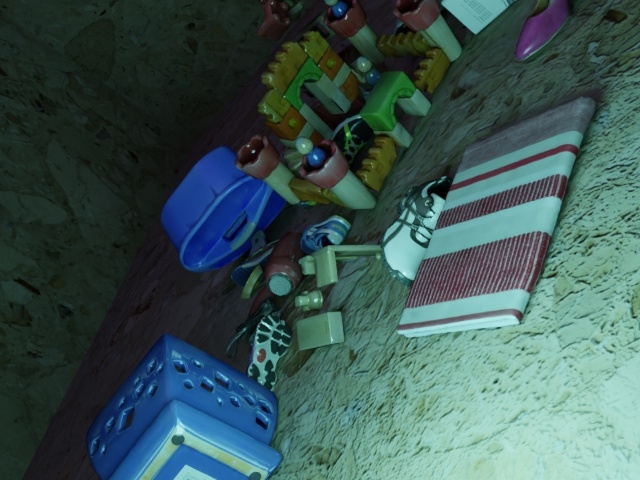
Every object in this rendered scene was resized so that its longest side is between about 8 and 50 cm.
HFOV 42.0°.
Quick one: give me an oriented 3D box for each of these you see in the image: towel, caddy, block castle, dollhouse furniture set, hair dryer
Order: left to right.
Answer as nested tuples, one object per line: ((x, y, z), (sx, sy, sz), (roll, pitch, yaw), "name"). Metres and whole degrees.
((-0.228, -0.066, 2.048), (0.341, 0.241, 0.179), (-49, 63, 21), "caddy")
((-0.111, 0.096, 1.695), (0.294, 0.080, 0.223), (-60, 16, -20), "hair dryer")
((-0.032, -0.432, 1.965), (0.152, 0.374, 0.201), (-32, 27, 42), "dollhouse furniture set")
((0.043, -0.292, 1.644), (0.303, 0.213, 0.453), (12, 67, 50), "block castle")
((0.041, 0.095, 1.386), (0.144, 0.123, 0.151), (-24, 70, 59), "dollhouse furniture set")
((0.230, -0.024, 1.097), (0.237, 0.037, 0.329), (-20, 40, 58), "towel")

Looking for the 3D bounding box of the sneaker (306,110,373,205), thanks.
((0.048, -0.169, 1.808), (0.235, 0.084, 0.097), (-50, 43, 19), "sneaker")

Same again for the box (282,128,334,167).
((0.008, -0.211, 1.900), (0.179, 0.043, 0.105), (-26, 17, -7), "box")

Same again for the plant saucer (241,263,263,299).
((-0.138, 0.090, 1.739), (0.083, 0.015, 0.083), (-61, -9, -16), "plant saucer")

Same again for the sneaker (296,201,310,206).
((-0.030, -0.145, 1.974), (0.082, 0.069, 0.209), (90, -176, -50), "sneaker")

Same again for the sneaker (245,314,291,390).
((-0.107, 0.210, 1.507), (0.071, 0.068, 0.170), (-43, 21, 51), "sneaker")

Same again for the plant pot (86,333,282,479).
((-0.209, 0.326, 1.302), (0.236, 0.236, 0.212), (-52, 24, 10), "plant pot")

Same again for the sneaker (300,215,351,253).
((0.000, 0.000, 1.625), (0.144, 0.053, 0.059), (-33, 30, 53), "sneaker")

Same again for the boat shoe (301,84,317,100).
((-0.001, -0.453, 2.385), (0.109, 0.091, 0.305), (-18, 20, -6), "boat shoe")

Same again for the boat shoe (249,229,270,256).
((-0.137, 0.020, 1.969), (0.049, 0.040, 0.142), (-41, 21, 15), "boat shoe")

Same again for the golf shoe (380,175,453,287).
((0.149, -0.023, 1.236), (0.094, 0.077, 0.198), (-37, 27, 45), "golf shoe")

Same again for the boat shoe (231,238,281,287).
((-0.126, 0.050, 1.860), (0.183, 0.066, 0.066), (-26, 28, 39), "boat shoe")

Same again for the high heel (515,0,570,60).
((0.355, -0.411, 1.324), (0.244, 0.117, 0.082), (-55, 18, 2), "high heel")

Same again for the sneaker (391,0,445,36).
((0.245, -0.526, 1.859), (0.256, 0.094, 0.151), (-57, 9, 29), "sneaker")

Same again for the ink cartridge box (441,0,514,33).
((0.352, -0.533, 1.580), (0.237, 0.100, 0.172), (-36, 24, 47), "ink cartridge box")
